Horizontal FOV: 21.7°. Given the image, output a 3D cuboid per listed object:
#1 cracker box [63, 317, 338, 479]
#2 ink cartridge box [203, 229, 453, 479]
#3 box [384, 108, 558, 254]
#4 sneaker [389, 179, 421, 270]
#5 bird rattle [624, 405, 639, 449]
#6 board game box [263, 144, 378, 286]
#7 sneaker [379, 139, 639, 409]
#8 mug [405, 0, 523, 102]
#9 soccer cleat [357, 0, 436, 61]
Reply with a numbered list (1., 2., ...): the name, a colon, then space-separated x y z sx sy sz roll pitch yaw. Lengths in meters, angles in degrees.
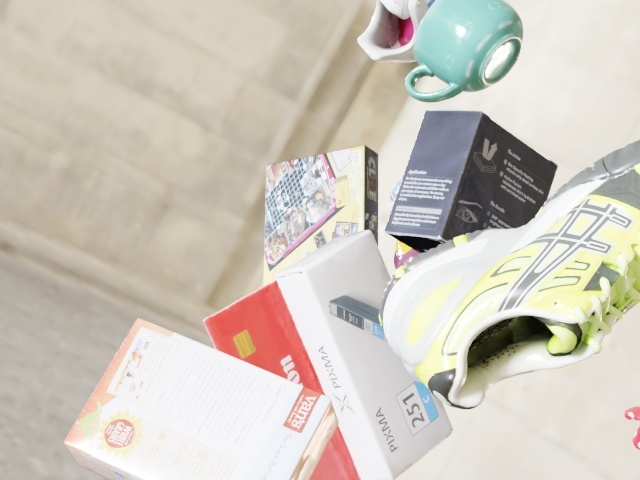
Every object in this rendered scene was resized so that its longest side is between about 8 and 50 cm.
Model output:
1. cracker box: -0.119 0.195 1.692 0.232 0.155 0.067 21 -24 20
2. ink cartridge box: 0.018 0.172 2.098 0.066 0.261 0.296 -13 -76 47
3. box: 0.175 -0.049 1.925 0.093 0.158 0.156 7 -17 46
4. sneaker: 0.114 -0.030 2.099 0.084 0.069 0.185 50 31 -18
5. bird rattle: 0.497 0.173 2.177 0.143 0.253 0.207 36 13 -14
6. board game box: 0.000 0.000 2.319 0.165 0.243 0.042 -9 -21 29
7. sneaker: 0.248 0.035 1.516 0.145 0.385 0.147 54 8 -41
8. mug: 0.194 -0.244 2.156 0.097 0.157 0.129 39 33 27
9. soccer cleat: 0.157 -0.374 2.287 0.143 0.331 0.116 -18 54 -43
